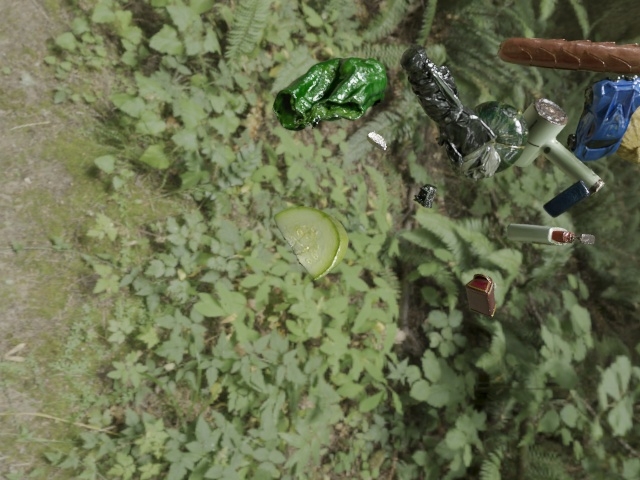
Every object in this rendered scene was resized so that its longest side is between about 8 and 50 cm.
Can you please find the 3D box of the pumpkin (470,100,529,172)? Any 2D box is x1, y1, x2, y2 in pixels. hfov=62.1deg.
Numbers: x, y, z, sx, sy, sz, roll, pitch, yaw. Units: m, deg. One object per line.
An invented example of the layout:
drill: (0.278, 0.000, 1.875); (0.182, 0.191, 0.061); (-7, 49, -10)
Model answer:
pumpkin: (0.450, -0.271, 1.403); (0.146, 0.190, 0.190); (-4, 86, -69)

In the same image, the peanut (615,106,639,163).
peanut: (0.950, -0.326, 1.613); (0.233, 0.197, 0.110); (-83, 179, -47)

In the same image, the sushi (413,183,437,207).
sushi: (0.417, -0.178, 2.099); (0.085, 0.056, 0.083); (3, 124, -47)

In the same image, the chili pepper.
chili pepper: (0.040, -0.408, 1.450); (0.385, 0.213, 0.167); (-35, 112, -45)

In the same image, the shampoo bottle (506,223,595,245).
shampoo bottle: (0.843, -0.015, 1.956); (0.153, 0.284, 0.071); (11, 90, -41)

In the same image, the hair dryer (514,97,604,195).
hair dryer: (0.766, -0.265, 1.703); (0.128, 0.203, 0.362); (-29, 70, -37)

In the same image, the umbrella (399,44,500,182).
umbrella: (0.286, -0.270, 1.172); (0.357, 0.113, 0.106); (48, 8, -32)

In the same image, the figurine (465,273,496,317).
figurine: (0.532, 0.162, 1.716); (0.098, 0.082, 0.154); (-41, 131, -26)

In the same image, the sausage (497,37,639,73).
sausage: (0.699, -0.510, 1.466); (0.088, 0.433, 0.087); (-31, 128, -48)

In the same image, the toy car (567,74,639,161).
toy car: (0.570, -0.233, 1.066); (0.216, 0.103, 0.063); (80, 9, -52)

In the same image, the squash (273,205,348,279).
squash: (0.000, 0.000, 1.579); (0.236, 0.204, 0.155); (57, -12, 18)

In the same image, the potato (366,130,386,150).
potato: (0.212, -0.384, 2.038); (0.093, 0.036, 0.037); (36, 73, -24)

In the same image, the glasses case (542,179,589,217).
glasses case: (0.453, -0.075, 0.978); (0.023, 0.083, 0.033); (-18, 70, -50)
